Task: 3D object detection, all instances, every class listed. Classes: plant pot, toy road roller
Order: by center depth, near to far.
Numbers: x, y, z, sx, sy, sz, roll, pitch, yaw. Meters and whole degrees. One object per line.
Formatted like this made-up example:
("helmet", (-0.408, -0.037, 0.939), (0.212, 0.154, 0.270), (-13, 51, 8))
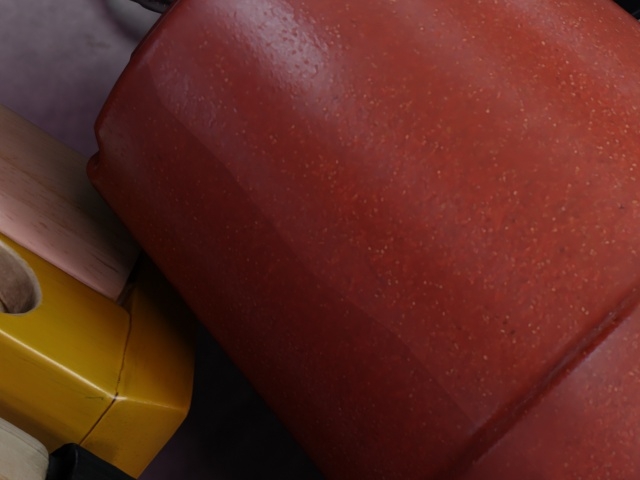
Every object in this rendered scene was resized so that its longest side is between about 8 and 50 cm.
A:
("plant pot", (0.061, -0.002, 0.654), (0.265, 0.272, 0.272), (45, 57, 9))
("toy road roller", (-0.198, 0.092, 0.655), (0.202, 0.240, 0.329), (33, 24, -17))

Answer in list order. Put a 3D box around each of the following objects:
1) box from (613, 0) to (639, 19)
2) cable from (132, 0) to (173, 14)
("box", (0.243, -0.264, 0.946), (0.103, 0.261, 0.184), (-21, 87, -33))
("cable", (-0.003, -0.133, 0.814), (0.139, 0.072, 0.287), (-32, 55, -25))
